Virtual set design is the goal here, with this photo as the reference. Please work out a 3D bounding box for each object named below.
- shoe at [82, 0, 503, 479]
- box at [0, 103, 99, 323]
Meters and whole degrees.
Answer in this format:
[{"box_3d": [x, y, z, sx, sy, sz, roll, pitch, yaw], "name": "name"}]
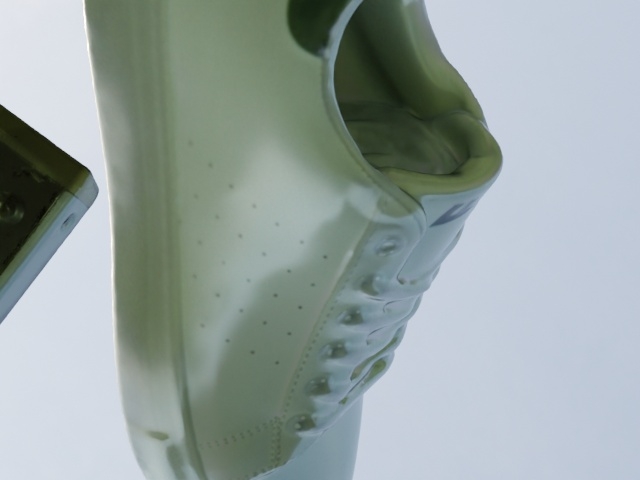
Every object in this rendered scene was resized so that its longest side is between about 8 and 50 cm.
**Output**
[{"box_3d": [0.000, 0.000, 0.583, 0.110, 0.265, 0.095, 7, -144, 24], "name": "shoe"}, {"box_3d": [-0.302, -0.033, 1.213, 0.270, 0.045, 0.211, 37, -95, 13], "name": "box"}]
